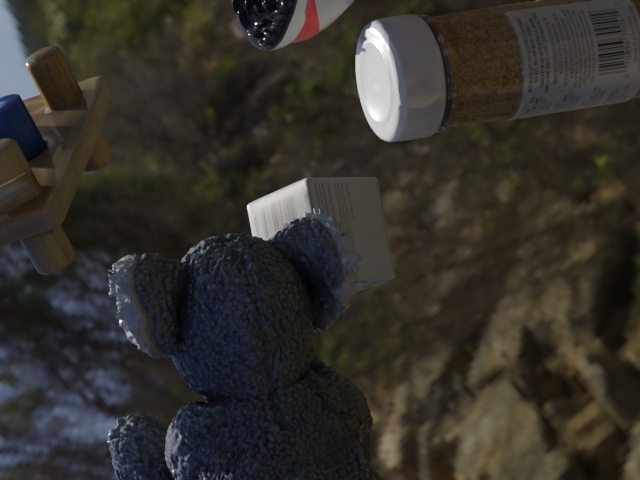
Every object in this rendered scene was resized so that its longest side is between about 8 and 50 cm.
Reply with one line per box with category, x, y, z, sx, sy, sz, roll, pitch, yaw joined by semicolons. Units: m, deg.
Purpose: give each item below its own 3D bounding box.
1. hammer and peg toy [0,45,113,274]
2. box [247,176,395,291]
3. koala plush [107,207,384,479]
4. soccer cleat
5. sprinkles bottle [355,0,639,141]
hammer and peg toy;-0.321;-0.023;1.592;0.361;0.266;0.127;-82;-28;-59
box;0.000;0.000;1.700;0.087;0.101;0.102;-3;-102;-39
koala plush;-0.045;0.095;1.247;0.203;0.196;0.221;-142;44;-70
soccer cleat;0.023;-0.310;1.795;0.109;0.116;0.318;56;140;17
sprinkles bottle;0.217;-0.182;1.813;0.121;0.355;0.121;170;90;-71
